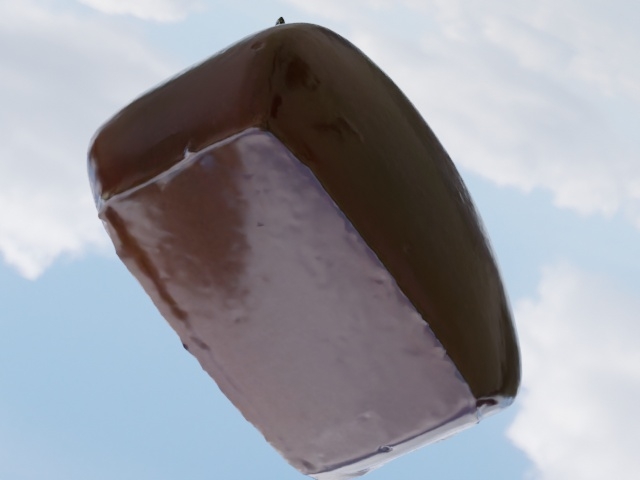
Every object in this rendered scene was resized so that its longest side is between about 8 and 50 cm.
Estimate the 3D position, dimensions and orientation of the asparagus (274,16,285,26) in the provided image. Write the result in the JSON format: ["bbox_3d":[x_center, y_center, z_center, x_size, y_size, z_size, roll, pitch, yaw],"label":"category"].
[{"bbox_3d":[-0.046,-0.133,1.215,0.016,0.166,0.013,-26,-121,-32],"label":"asparagus"}]

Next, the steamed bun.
[{"bbox_3d":[0.000,0.000,1.132,0.379,0.235,0.248,52,-151,-21],"label":"steamed bun"}]
